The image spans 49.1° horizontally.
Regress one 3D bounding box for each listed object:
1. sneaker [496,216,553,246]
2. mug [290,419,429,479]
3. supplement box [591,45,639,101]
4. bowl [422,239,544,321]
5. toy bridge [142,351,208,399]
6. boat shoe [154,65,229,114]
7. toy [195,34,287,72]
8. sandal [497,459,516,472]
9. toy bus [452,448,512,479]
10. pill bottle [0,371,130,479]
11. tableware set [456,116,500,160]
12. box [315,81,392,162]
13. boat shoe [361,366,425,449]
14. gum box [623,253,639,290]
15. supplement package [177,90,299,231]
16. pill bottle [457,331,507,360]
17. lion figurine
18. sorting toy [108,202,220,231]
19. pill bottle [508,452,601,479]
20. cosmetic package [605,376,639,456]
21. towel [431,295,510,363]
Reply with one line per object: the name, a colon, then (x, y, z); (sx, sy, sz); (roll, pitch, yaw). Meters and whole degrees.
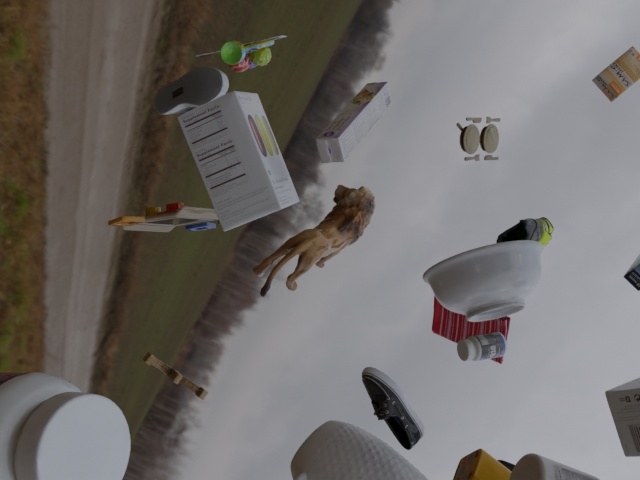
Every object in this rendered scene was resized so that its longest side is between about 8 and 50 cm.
sneaker: (0.586, 0.031, 2.206); (0.300, 0.121, 0.111); (-54, -139, 29)
mug: (0.065, 0.640, 1.754); (0.374, 0.328, 0.276); (-16, 138, -51)
supplement box: (0.612, -0.337, 1.420); (0.098, 0.062, 0.036); (-40, 174, -7)
bowl: (0.405, 0.113, 1.684); (0.298, 0.298, 0.134); (128, -46, -64)
toy bridge: (-0.359, 0.334, 1.729); (0.026, 0.188, 0.063); (-55, -155, -13)
boat shoe: (-0.346, -0.413, 1.999); (0.306, 0.105, 0.113); (-14, -100, 43)
toy: (-0.148, -0.370, 1.404); (0.237, 0.137, 0.056); (-59, 137, -73)
sandal: (0.590, 0.690, 1.954); (0.097, 0.254, 0.054); (-64, 175, 29)
toy bus: (0.470, 0.657, 1.696); (0.130, 0.332, 0.108); (-50, -178, 44)
pill bottle: (-0.374, 0.240, 0.826); (0.301, 0.169, 0.169); (-7, -137, 32)
tableware set: (0.463, -0.300, 2.065); (0.039, 0.194, 0.128); (9, -78, 43)
box: (0.087, -0.291, 1.693); (0.324, 0.063, 0.067); (-54, 136, -45)
boat shoe: (0.164, 0.409, 1.685); (0.080, 0.228, 0.076); (-18, -158, 47)
gum box: (0.640, -0.006, 1.241); (0.157, 0.041, 0.184); (-36, 166, -41)
supplement package: (-0.161, -0.161, 1.411); (0.134, 0.244, 0.139); (-20, -175, 17)
pill bottle: (0.490, 0.325, 2.132); (0.078, 0.137, 0.078); (174, -90, -69)
lion figurine: (0.000, 0.000, 1.800); (0.240, 0.142, 0.392); (-42, -177, 34)
sorting toy: (-0.356, -0.062, 1.705); (0.347, 0.196, 0.047); (2, 78, -61)
pill bottle: (0.512, 0.533, 1.429); (0.131, 0.229, 0.131); (-157, -90, -81)
cosmetic package: (0.766, 0.379, 1.555); (0.151, 0.183, 0.151); (-27, -105, 52)
towel: (0.501, 0.288, 2.369); (0.031, 0.275, 0.199); (-33, 135, -41)
